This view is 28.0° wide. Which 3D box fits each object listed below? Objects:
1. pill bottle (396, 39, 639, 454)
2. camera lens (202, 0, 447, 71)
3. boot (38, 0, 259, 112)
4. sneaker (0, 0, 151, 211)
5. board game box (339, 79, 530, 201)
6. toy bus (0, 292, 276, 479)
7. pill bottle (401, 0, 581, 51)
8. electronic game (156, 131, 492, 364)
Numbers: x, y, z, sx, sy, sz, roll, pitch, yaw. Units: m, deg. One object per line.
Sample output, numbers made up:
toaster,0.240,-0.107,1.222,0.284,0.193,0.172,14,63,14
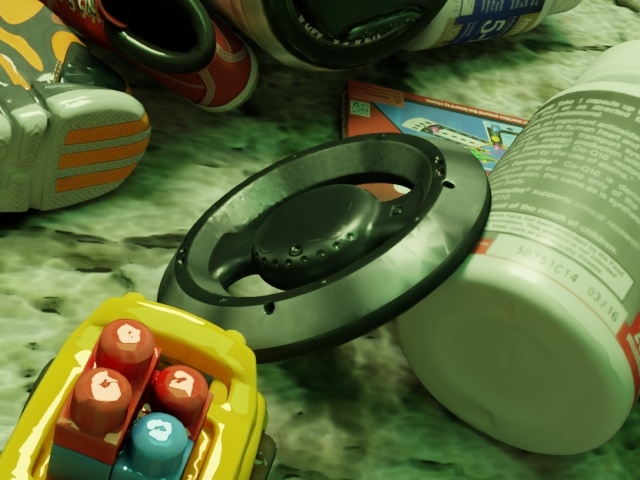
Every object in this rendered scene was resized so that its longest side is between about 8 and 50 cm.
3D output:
pill bottle,0.186,-0.006,0.877,0.161,0.161,0.283,32,54,11
camera lens,-0.027,-0.276,1.010,0.219,0.219,0.274,-16,40,-32
boot,-0.164,-0.190,0.936,0.244,0.088,0.176,34,2,12
sneaker,-0.288,-0.092,0.853,0.321,0.124,0.180,-9,47,-41
board game box,0.153,-0.045,1.022,0.281,0.027,0.145,11,47,-10
toy bus,-0.096,0.104,0.658,0.149,0.211,0.220,20,43,1
pill bottle,0.144,-0.234,1.138,0.187,0.112,0.112,-14,54,-30
electronic game,0.000,0.000,0.828,0.229,0.048,0.229,-19,29,11
